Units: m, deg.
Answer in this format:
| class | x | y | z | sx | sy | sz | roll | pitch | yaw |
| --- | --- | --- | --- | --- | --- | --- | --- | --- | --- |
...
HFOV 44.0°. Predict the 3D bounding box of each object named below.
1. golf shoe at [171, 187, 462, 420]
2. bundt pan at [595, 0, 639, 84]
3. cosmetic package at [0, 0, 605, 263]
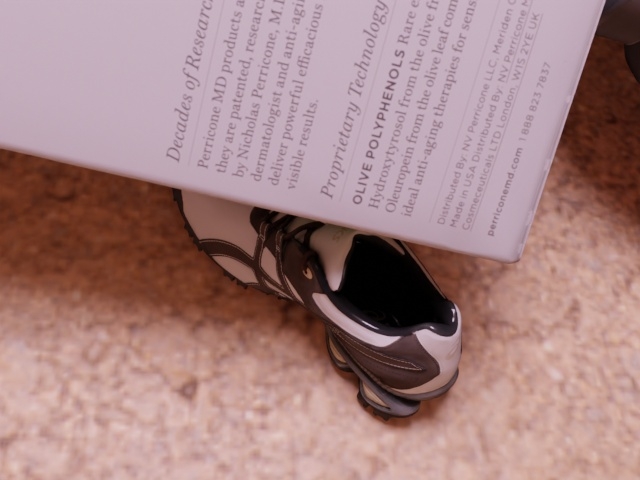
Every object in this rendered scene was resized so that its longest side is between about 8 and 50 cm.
| class | x | y | z | sx | sy | sz | roll | pitch | yaw |
| --- | --- | --- | --- | --- | --- | --- | --- | --- | --- |
| golf shoe | 0.000 | 0.000 | 0.415 | 0.198 | 0.094 | 0.077 | 40 | 63 | 15 |
| bundt pan | 0.235 | -0.180 | 0.446 | 0.330 | 0.124 | 0.331 | 19 | 54 | -28 |
| cosmetic package | -0.081 | -0.123 | 0.372 | 0.365 | 0.155 | 0.197 | 12 | 17 | -7 |
